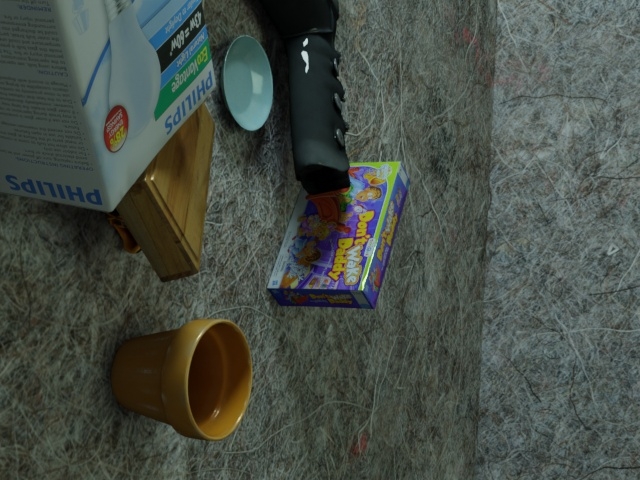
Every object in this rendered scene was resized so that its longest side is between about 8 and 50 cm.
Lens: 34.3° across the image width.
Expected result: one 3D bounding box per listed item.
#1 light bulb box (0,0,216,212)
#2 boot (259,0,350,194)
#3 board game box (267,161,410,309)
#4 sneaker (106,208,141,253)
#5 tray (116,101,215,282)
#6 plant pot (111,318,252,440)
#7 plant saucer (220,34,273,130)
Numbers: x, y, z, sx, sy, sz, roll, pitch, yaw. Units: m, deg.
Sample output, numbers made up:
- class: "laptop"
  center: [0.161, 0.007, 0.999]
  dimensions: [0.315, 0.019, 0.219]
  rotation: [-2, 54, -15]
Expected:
- class: "light bulb box"
  center: [-0.344, -0.295, 1.497]
  dimensions: [0.358, 0.225, 0.361]
  rotation: [-60, 153, -44]
- class: "boot"
  center: [-0.044, -0.348, 2.179]
  dimensions: [0.367, 0.146, 0.445]
  rotation: [25, 62, -62]
- class: "board game box"
  center: [0.045, -0.016, 2.314]
  dimensions: [0.078, 0.233, 0.347]
  rotation: [57, 41, -47]
- class: "sneaker"
  center: [-0.331, -0.065, 1.755]
  dimensions: [0.083, 0.084, 0.215]
  rotation: [-62, 143, -34]
- class: "tray"
  center: [-0.257, -0.146, 1.753]
  dimensions: [0.411, 0.076, 0.203]
  rotation: [-92, 163, -49]
- class: "plant pot"
  center: [-0.249, 0.236, 1.795]
  dimensions: [0.205, 0.188, 0.205]
  rotation: [0, 90, -62]
- class: "plant saucer"
  center: [-0.160, -0.321, 2.128]
  dimensions: [0.195, 0.037, 0.195]
  rotation: [0, 90, -62]
